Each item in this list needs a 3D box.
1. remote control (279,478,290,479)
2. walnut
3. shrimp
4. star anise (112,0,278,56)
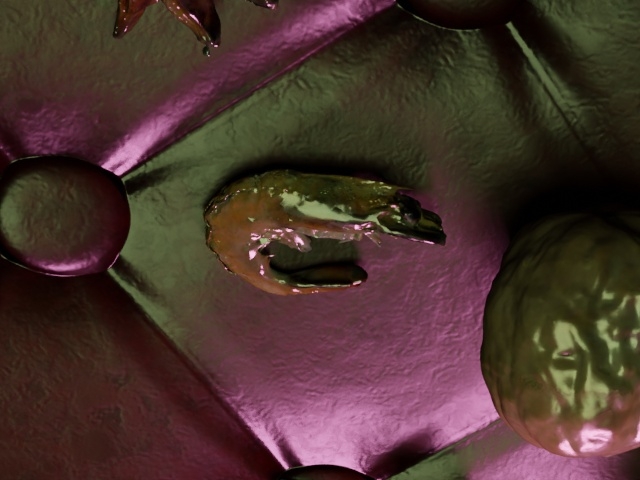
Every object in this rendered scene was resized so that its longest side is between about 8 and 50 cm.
[{"bbox_3d":[-0.007,0.303,1.819,0.091,0.016,0.034,13,124,-10],"label":"remote control"},{"bbox_3d":[0.286,0.095,1.587,0.227,0.273,0.273,9,126,29],"label":"walnut"},{"bbox_3d":[0.000,0.001,1.619,0.253,0.058,0.173,10,128,-5],"label":"shrimp"},{"bbox_3d":[-0.149,-0.295,1.415,0.272,0.102,0.272,15,138,15],"label":"star anise"}]
